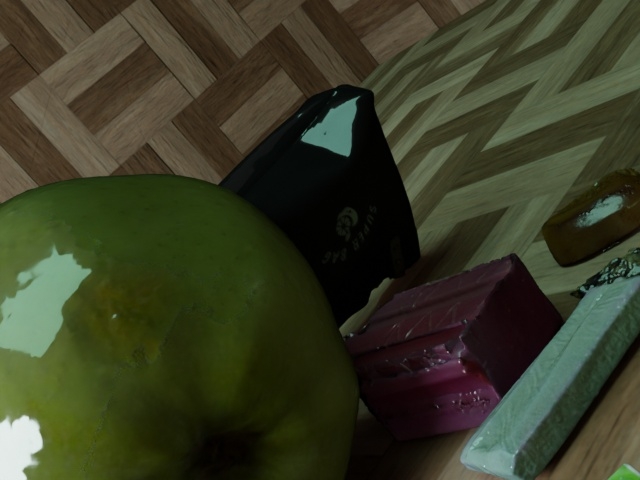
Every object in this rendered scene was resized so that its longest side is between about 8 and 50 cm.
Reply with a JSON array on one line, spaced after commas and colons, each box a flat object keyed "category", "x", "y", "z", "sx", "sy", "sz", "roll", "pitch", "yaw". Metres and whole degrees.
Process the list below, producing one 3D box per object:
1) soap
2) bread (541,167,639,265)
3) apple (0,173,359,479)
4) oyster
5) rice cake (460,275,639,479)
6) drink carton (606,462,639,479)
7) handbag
[{"category": "soap", "x": 0.110, "y": 0.112, "z": 0.941, "sx": 0.250, "sy": 0.099, "sz": 0.162, "roll": -24, "pitch": 22, "yaw": 50}, {"category": "bread", "x": 0.302, "y": -0.034, "z": 1.006, "sx": 0.129, "sy": 0.044, "sz": 0.126, "roll": -39, "pitch": 12, "yaw": 22}, {"category": "apple", "x": -0.184, "y": 0.153, "z": 0.890, "sx": 0.473, "sy": 0.473, "sz": 0.473, "roll": -38, "pitch": 14, "yaw": 11}, {"category": "oyster", "x": 0.280, "y": 0.034, "z": 0.893, "sx": 0.083, "sy": 0.019, "sz": 0.054, "roll": -34, "pitch": 15, "yaw": 27}, {"category": "rice cake", "x": 0.208, "y": 0.115, "z": 0.787, "sx": 0.222, "sy": 0.042, "sz": 0.080, "roll": -47, "pitch": 10, "yaw": -21}, {"category": "drink carton", "x": 0.117, "y": 0.254, "z": 0.447, "sx": 0.271, "sy": 0.108, "sz": 0.161, "roll": -42, "pitch": 13, "yaw": -2}, {"category": "handbag", "x": 0.000, "y": 0.000, "z": 1.225, "sx": 0.152, "sy": 0.288, "sz": 0.342, "roll": 14, "pitch": 54, "yaw": 49}]
